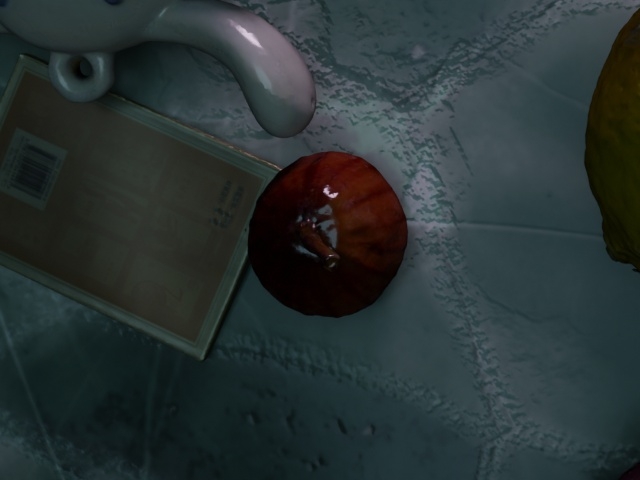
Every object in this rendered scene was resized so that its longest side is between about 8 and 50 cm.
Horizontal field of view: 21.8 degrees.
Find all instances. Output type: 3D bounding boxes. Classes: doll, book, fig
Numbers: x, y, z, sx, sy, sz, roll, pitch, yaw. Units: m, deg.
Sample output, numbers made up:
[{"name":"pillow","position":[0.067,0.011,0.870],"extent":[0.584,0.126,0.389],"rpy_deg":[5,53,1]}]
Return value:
[{"name":"doll","position":[-0.160,-0.282,1.242],"extent":[0.376,0.187,0.365],"rpy_deg":[11,102,-8]},{"name":"book","position":[-0.167,-0.029,1.337],"extent":[0.242,0.018,0.170],"rpy_deg":[25,97,9]},{"name":"fig","position":[0.000,0.006,1.255],"extent":[0.128,0.150,0.128],"rpy_deg":[12,130,15]}]

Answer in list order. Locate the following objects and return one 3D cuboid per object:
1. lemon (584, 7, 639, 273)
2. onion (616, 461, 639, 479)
[{"name":"lemon","position":[0.311,-0.078,1.132],"extent":[0.310,0.253,0.253],"rpy_deg":[-43,84,25]},{"name":"onion","position":[0.310,0.254,1.147],"extent":[0.276,0.276,0.276],"rpy_deg":[0,92,11]}]
